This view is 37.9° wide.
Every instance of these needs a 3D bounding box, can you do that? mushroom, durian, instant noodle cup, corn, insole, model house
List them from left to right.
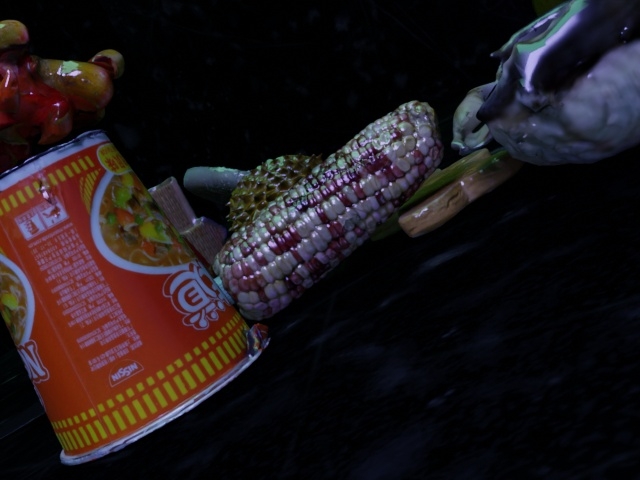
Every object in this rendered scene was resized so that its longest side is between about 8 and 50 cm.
[{"bbox_3d":[-0.273,0.163,1.111,0.322,0.007,0.109,-31,7,-19],"label":"insole"},{"bbox_3d":[-0.170,0.034,0.728,0.193,0.212,0.193,-29,6,3],"label":"instant noodle cup"},{"bbox_3d":[-0.267,-0.004,1.637,0.167,0.182,0.172,-25,9,25],"label":"model house"},{"bbox_3d":[-0.043,-0.053,1.422,0.252,0.144,0.139,-34,-17,9],"label":"durian"},{"bbox_3d":[0.013,-0.028,0.843,0.253,0.086,0.086,-40,5,4],"label":"corn"},{"bbox_3d":[0.223,-0.137,0.781,0.247,0.130,0.344,-39,3,10],"label":"mushroom"}]

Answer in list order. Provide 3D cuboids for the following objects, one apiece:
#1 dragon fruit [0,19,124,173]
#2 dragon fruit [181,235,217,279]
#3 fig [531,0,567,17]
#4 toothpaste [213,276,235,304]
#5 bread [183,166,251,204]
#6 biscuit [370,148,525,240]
[{"bbox_3d":[-0.249,-0.107,0.703,0.208,0.133,0.150,-14,33,-4],"label":"dragon fruit"},{"bbox_3d":[-0.228,0.041,1.214,0.121,0.161,0.127,-30,-13,-32],"label":"dragon fruit"},{"bbox_3d":[0.384,-0.332,0.994,0.316,0.316,0.316,-29,6,3],"label":"fig"},{"bbox_3d":[0.000,0.000,1.040,0.297,0.048,0.075,-28,2,-23],"label":"toothpaste"},{"bbox_3d":[-0.118,-0.084,1.659,0.267,0.040,0.267,9,-6,1],"label":"bread"},{"bbox_3d":[0.113,-0.045,0.922,0.153,0.030,0.234,-31,6,-12],"label":"biscuit"}]
